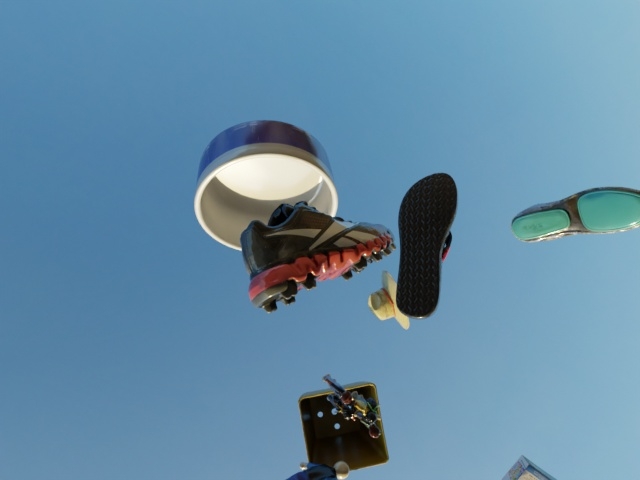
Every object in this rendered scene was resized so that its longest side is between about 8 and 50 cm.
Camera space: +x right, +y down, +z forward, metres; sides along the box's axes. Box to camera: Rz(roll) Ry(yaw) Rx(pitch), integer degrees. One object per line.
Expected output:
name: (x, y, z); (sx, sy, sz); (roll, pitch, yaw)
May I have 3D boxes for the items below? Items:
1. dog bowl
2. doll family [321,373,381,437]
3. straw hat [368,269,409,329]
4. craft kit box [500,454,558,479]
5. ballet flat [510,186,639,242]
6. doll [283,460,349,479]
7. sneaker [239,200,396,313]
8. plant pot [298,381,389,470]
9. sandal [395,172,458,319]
dog bowl: (-0.104, -0.095, 0.873); (0.265, 0.265, 0.104); (20, -138, -30)
doll family: (0.074, 0.374, 1.021); (0.193, 0.111, 0.075); (32, -92, -18)
straw hat: (0.142, 0.145, 1.022); (0.061, 0.144, 0.144); (-20, -90, -8)
craft kit box: (0.571, 0.748, 1.210); (0.250, 0.061, 0.246); (36, -87, -1)
ballet flat: (0.228, -0.024, 0.395); (0.041, 0.114, 0.041); (9, -104, -40)
doll: (-0.024, 0.535, 1.012); (0.189, 0.129, 0.046); (-10, -87, -20)
sneaker: (0.000, 0.000, 0.653); (0.276, 0.098, 0.135); (-16, -106, -41)
plant pot: (0.051, 0.508, 1.280); (0.213, 0.187, 0.212); (-9, -94, -7)
sandal: (0.126, 0.006, 0.545); (0.040, 0.067, 0.179); (24, -106, -59)
